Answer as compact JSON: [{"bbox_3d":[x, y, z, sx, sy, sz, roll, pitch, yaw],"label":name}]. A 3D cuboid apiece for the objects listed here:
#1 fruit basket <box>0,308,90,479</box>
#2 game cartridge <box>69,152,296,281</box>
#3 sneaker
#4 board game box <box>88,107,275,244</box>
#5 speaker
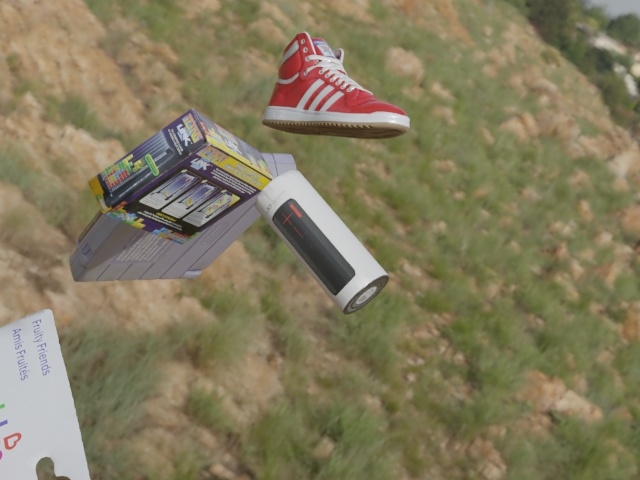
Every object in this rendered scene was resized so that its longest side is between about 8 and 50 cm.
[{"bbox_3d":[-0.315,0.202,0.643,0.327,0.353,0.165,-118,-176,-47],"label":"fruit basket"},{"bbox_3d":[-0.217,-0.033,1.565,0.230,0.355,0.068,4,62,-33],"label":"game cartridge"},{"bbox_3d":[0.013,-0.103,0.686,0.118,0.067,0.042,10,-5,41],"label":"sneaker"},{"bbox_3d":[-0.148,-0.065,1.145,0.048,0.141,0.170,60,12,21],"label":"board game box"},{"bbox_3d":[0.000,0.000,0.955,0.136,0.055,0.055,50,23,18],"label":"speaker"}]
